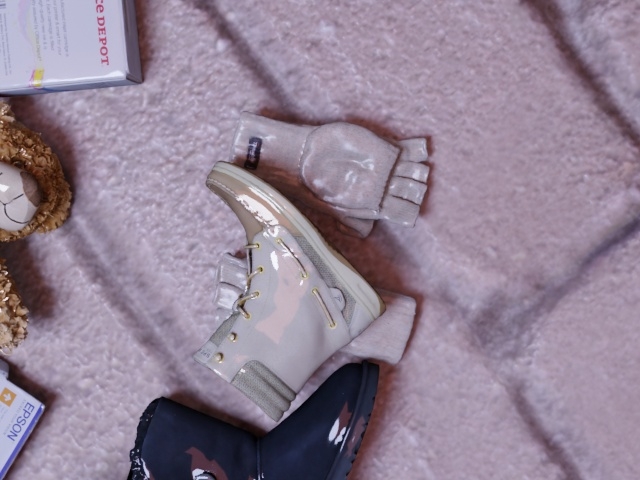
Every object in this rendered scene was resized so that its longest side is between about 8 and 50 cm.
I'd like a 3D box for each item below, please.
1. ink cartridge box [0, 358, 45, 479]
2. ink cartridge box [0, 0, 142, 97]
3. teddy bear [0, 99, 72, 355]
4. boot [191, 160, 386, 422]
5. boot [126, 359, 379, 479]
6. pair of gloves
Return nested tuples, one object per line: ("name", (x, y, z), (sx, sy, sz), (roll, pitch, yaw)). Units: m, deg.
("ink cartridge box", (-0.423, 0.197, 1.037), (0.224, 0.045, 0.223), (33, 94, 2))
("ink cartridge box", (-0.272, -0.210, 0.994), (0.175, 0.072, 0.127), (-4, 92, 3))
("teddy bear", (-0.374, 0.013, 0.919), (0.338, 0.113, 0.245), (-23, 95, -26))
("boot", (-0.064, 0.047, 0.936), (0.213, 0.077, 0.165), (45, 81, -8))
("boot", (-0.075, 0.199, 0.993), (0.207, 0.094, 0.246), (23, 100, -2))
("pair of gloves", (0.000, 0.000, 1.005), (0.204, 0.042, 0.240), (7, 97, 1))
